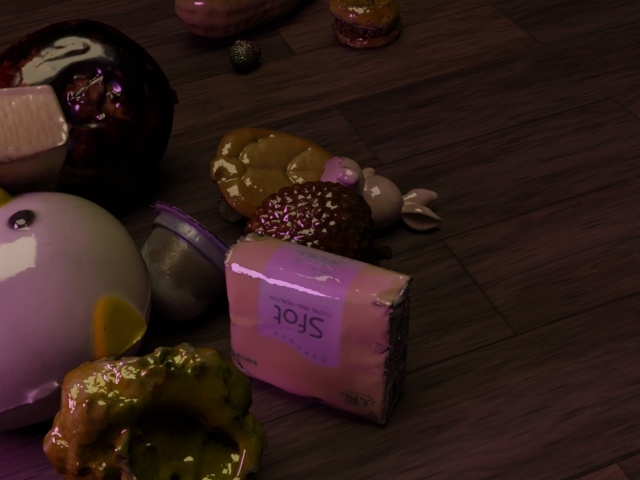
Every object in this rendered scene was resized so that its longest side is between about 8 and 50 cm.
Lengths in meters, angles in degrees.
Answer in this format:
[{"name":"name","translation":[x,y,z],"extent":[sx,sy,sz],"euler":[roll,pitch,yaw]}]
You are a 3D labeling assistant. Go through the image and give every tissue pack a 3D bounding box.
[{"name":"tissue pack","translation":[-0.002,0.116,1.288],"extent":[0.257,0.215,0.123],"euler":[14,33,23]}]

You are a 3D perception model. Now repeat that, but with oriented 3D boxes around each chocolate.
[{"name":"chocolate","translation":[-0.213,0.055,1.449],"extent":[0.221,0.221,0.147],"euler":[25,77,33]}]

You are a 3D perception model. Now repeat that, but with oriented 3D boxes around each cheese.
[{"name":"cheese","translation":[-0.507,-0.111,1.345],"extent":[0.242,0.265,0.124],"euler":[-7,74,-26]}]

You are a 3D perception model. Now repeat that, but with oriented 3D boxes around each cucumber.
[{"name":"cucumber","translation":[-0.108,-0.101,1.688],"extent":[0.058,0.058,0.187],"euler":[20,47,29]}]

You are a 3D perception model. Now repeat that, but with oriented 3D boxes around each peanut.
[{"name":"peanut","translation":[-0.175,-0.598,2.225],"extent":[0.387,0.169,0.192],"euler":[-26,38,-27]}]

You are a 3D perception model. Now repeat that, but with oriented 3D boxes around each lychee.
[{"name":"lychee","translation":[-0.169,-0.418,2.077],"extent":[0.067,0.068,0.083],"euler":[-9,48,47]},{"name":"lychee","translation":[0.000,0.000,1.446],"extent":[0.238,0.200,0.200],"euler":[10,38,-10]}]

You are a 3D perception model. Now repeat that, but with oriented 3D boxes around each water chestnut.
[{"name":"water chestnut","translation":[-0.437,-0.231,1.701],"extent":[0.350,0.350,0.302],"euler":[-16,12,-11]}]

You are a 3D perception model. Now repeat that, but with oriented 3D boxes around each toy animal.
[{"name":"toy animal","translation":[0.095,-0.058,1.582],"extent":[0.212,0.124,0.124],"euler":[26,38,-14]}]

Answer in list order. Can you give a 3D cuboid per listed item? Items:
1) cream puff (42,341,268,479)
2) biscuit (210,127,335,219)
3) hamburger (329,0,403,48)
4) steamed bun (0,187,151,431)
[{"name":"cream puff","translation":[-0.190,0.251,1.101],"extent":[0.282,0.282,0.185],"euler":[-15,32,-10]},{"name":"biscuit","translation":[-0.069,-0.119,1.653],"extent":[0.260,0.041,0.203],"euler":[2,56,-17]},{"name":"hamburger","translation":[0.109,-0.527,2.134],"extent":[0.185,0.113,0.177],"euler":[-22,40,-17]},{"name":"steamed bun","translation":[-0.424,0.095,1.294],"extent":[0.374,0.334,0.334],"euler":[-27,42,-10]}]
